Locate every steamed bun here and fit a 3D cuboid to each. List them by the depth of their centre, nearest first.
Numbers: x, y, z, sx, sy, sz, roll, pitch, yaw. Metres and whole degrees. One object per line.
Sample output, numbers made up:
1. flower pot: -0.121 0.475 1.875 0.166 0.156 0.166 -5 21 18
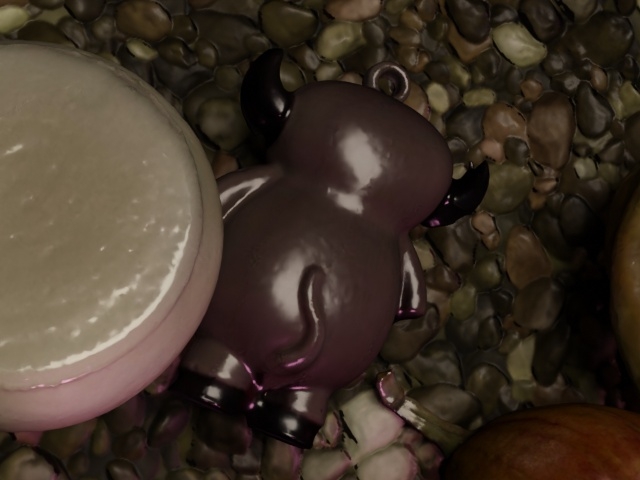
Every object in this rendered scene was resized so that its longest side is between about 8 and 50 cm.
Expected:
1. steamed bun: -0.173 0.002 0.916 0.232 0.145 0.232 1 72 -4

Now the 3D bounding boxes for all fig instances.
1. fig: 0.142 0.178 1.021 0.148 0.202 0.149 41 54 -49

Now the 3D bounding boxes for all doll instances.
1. doll: 0.000 0.001 1.003 0.182 0.117 0.257 26 70 -17

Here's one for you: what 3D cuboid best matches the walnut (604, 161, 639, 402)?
1. walnut: 0.316 0.043 1.063 0.283 0.227 0.283 0 90 -14
